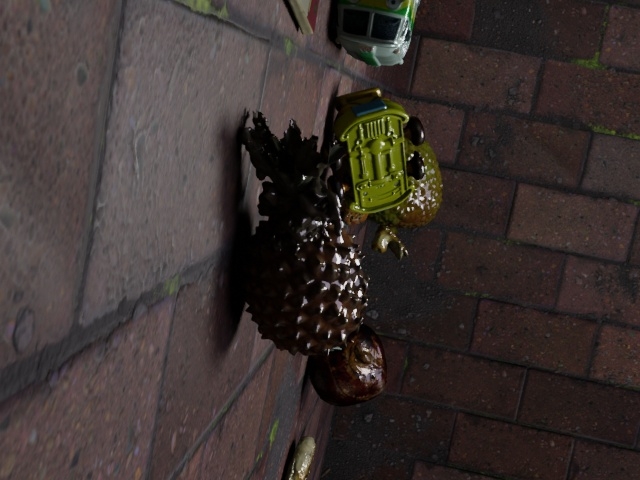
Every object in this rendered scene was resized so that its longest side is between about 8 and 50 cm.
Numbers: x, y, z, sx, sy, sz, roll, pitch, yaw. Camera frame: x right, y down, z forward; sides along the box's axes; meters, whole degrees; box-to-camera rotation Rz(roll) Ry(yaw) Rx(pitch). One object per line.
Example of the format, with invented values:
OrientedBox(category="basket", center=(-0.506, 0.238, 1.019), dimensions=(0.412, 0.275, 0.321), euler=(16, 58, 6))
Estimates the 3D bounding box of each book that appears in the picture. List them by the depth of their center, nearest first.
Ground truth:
OrientedBox(category="book", center=(-0.014, -0.361, 1.126), dimensions=(0.232, 0.022, 0.162), euler=(16, 83, -84))

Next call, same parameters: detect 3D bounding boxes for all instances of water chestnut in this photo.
OrientedBox(category="water chestnut", center=(0.064, 0.323, 2.368), dimensions=(0.223, 0.238, 0.224), euler=(20, 61, -41))

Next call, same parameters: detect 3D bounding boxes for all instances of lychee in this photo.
OrientedBox(category="lychee", center=(0.203, -0.139, 2.455), dimensions=(0.270, 0.270, 0.320), euler=(-70, -179, -53))

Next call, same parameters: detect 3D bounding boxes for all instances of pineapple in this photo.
OrientedBox(category="pineapple", center=(-0.033, -0.002, 1.119), dimensions=(0.361, 0.175, 0.175), euler=(75, 24, -47))

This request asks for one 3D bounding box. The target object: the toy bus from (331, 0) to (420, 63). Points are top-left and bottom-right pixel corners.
OrientedBox(category="toy bus", center=(0.101, -0.395, 1.595), dimensions=(0.276, 0.133, 0.165), euler=(-41, 141, -80))

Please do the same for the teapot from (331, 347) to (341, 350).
OrientedBox(category="teapot", center=(0.015, 0.204, 2.064), dimensions=(0.124, 0.092, 0.091), euler=(-9, -104, 49))

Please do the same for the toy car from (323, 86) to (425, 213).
OrientedBox(category="toy car", center=(0.095, -0.182, 1.816), dimensions=(0.142, 0.200, 0.248), euler=(-115, -165, -47))

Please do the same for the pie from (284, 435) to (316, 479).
OrientedBox(category="pie", center=(-0.068, 0.635, 2.355), dimensions=(0.274, 0.055, 0.274), euler=(17, 90, -85))

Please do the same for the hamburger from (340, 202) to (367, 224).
OrientedBox(category="hamburger", center=(0.090, -0.147, 2.136), dimensions=(0.231, 0.106, 0.231), euler=(18, 90, -87))

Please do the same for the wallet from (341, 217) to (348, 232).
OrientedBox(category="wallet", center=(0.046, -0.012, 2.276), dimensions=(0.167, 0.036, 0.222), euler=(90, 13, -63))
